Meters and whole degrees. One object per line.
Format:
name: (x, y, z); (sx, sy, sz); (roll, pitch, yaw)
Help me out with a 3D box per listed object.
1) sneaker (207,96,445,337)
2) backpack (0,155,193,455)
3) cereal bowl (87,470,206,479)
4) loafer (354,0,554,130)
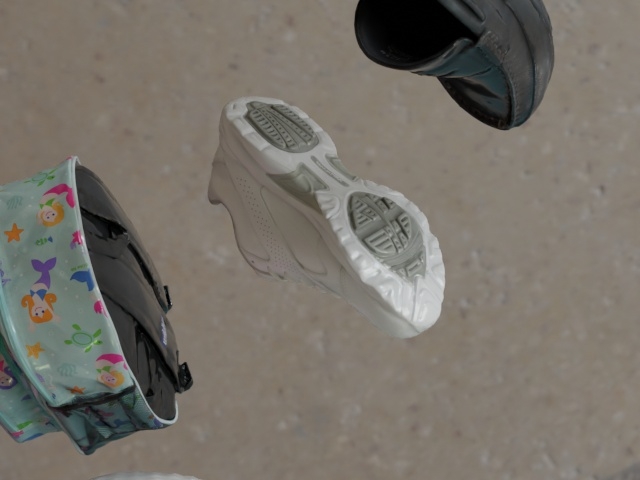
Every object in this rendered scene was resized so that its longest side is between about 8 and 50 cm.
sneaker: (0.000, 0.000, 1.126); (0.232, 0.090, 0.115); (48, 133, 28)
backpack: (-0.236, 0.055, 1.384); (0.191, 0.253, 0.225); (-14, 60, -3)
cereal bowl: (-0.085, 0.327, 1.034); (0.141, 0.339, 0.338); (-5, 92, 32)
loafer: (0.046, -0.106, 0.671); (0.076, 0.223, 0.078); (25, 76, 30)
